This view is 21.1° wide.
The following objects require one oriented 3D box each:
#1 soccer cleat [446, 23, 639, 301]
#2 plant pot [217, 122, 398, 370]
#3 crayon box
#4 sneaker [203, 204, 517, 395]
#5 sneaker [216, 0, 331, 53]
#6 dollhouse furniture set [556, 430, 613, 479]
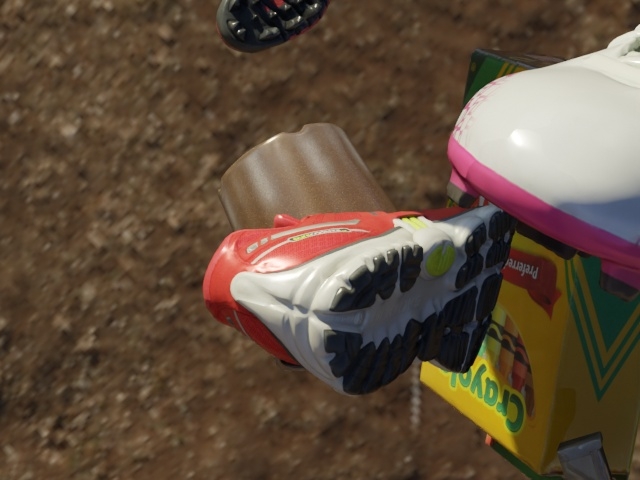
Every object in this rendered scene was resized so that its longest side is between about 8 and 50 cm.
[{"bbox_3d":[0.152,-0.061,0.716,0.116,0.143,0.331,32,15,20],"label":"soccer cleat"},{"bbox_3d":[0.000,0.000,1.470,0.167,0.167,0.165,-11,64,-40],"label":"plant pot"},{"bbox_3d":[0.162,0.034,1.244,0.081,0.202,0.318,2,103,-23],"label":"crayon box"},{"bbox_3d":[0.029,0.016,0.995,0.118,0.107,0.279,19,8,26],"label":"sneaker"},{"bbox_3d":[-0.042,-0.276,1.894,0.097,0.135,0.276,45,48,-9],"label":"sneaker"},{"bbox_3d":[0.216,0.207,1.038,0.161,0.101,0.182,-10,83,-80],"label":"dollhouse furniture set"}]
